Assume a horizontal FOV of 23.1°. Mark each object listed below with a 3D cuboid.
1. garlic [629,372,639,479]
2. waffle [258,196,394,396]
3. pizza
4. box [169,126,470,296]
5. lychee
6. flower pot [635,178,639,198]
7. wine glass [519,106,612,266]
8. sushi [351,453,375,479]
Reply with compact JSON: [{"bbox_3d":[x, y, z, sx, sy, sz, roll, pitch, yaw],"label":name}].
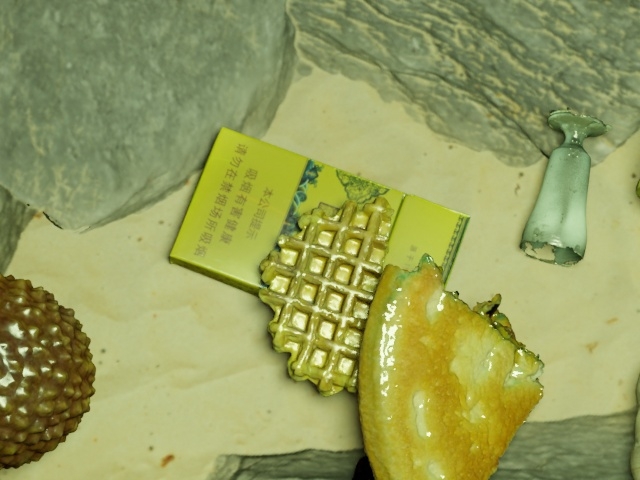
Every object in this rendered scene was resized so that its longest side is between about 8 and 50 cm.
[{"bbox_3d":[0.418,0.186,1.554,0.228,0.152,0.227,0,73,0],"label":"garlic"},{"bbox_3d":[0.021,0.057,1.568,0.161,0.046,0.192,-18,78,-8],"label":"waffle"},{"bbox_3d":[0.129,0.149,1.560,0.229,0.081,0.289,-13,97,-31],"label":"pizza"},{"bbox_3d":[-0.001,0.000,1.627,0.279,0.041,0.153,20,73,2],"label":"box"},{"bbox_3d":[-0.330,0.123,1.485,0.238,0.200,0.200,24,73,-18],"label":"lychee"},{"bbox_3d":[0.432,-0.072,1.620,0.179,0.195,0.195,24,73,16],"label":"flower pot"},{"bbox_3d":[0.259,-0.056,1.650,0.072,0.072,0.155,14,74,-1],"label":"wine glass"},{"bbox_3d":[0.049,0.253,1.556,0.044,0.046,0.083,16,73,-1],"label":"sushi"}]
